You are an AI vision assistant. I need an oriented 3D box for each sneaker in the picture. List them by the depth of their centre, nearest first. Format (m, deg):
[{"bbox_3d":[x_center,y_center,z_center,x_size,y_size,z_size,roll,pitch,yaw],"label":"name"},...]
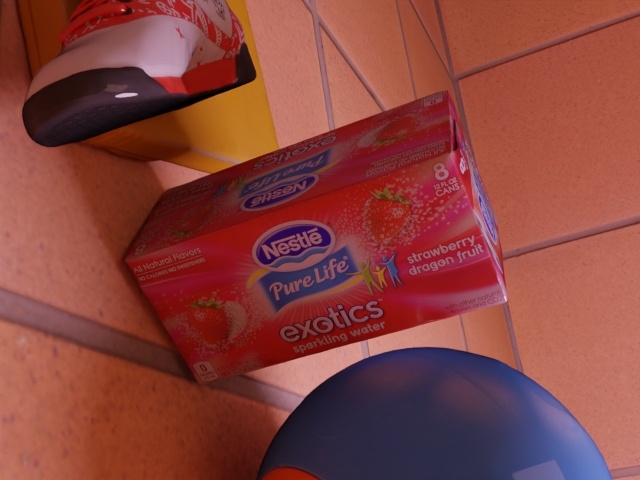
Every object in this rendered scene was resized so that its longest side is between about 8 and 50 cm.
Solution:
[{"bbox_3d":[-0.130,-0.152,0.513,0.270,0.090,0.145,-50,120,-69],"label":"sneaker"}]

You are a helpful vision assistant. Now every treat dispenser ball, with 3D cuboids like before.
[{"bbox_3d":[0.087,0.228,0.619,0.288,0.288,0.288,-16,90,-71],"label":"treat dispenser ball"}]

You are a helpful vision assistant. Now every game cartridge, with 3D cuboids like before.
[{"bbox_3d":[-0.147,-0.203,0.695,0.323,0.052,0.285,7,68,-67],"label":"game cartridge"}]

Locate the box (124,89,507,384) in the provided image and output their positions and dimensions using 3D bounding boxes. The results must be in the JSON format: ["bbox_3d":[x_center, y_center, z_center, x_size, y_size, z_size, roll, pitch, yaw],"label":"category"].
[{"bbox_3d":[0.000,0.000,0.610,0.123,0.257,0.128,-76,145,-59],"label":"box"}]
